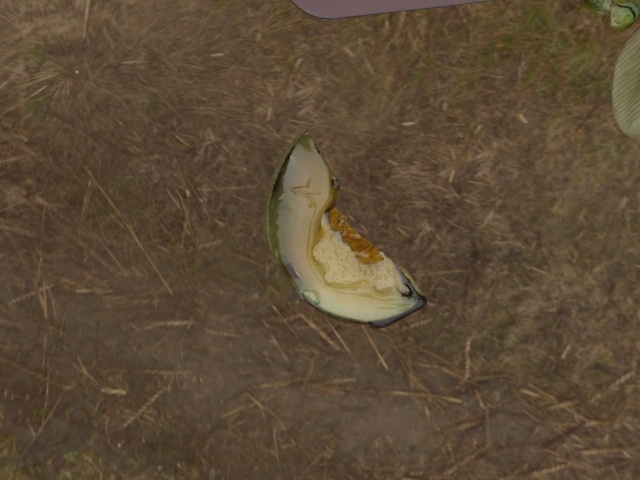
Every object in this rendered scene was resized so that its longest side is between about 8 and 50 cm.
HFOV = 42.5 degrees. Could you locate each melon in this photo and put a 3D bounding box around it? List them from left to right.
[{"bbox_3d":[0.000,0.000,0.632,0.079,0.128,0.160,-39,106,-2],"label":"melon"}]

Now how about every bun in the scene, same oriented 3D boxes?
[{"bbox_3d":[0.609,-0.284,1.454,0.128,0.222,0.222,8,99,-10],"label":"bun"}]

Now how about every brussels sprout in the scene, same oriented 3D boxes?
[{"bbox_3d":[0.411,-0.329,1.173,0.083,0.051,0.046,23,133,4],"label":"brussels sprout"}]

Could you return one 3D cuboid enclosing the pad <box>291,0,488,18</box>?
[{"bbox_3d":[0.052,-0.271,0.501,0.181,0.004,0.267,-7,87,0],"label":"pad"}]
